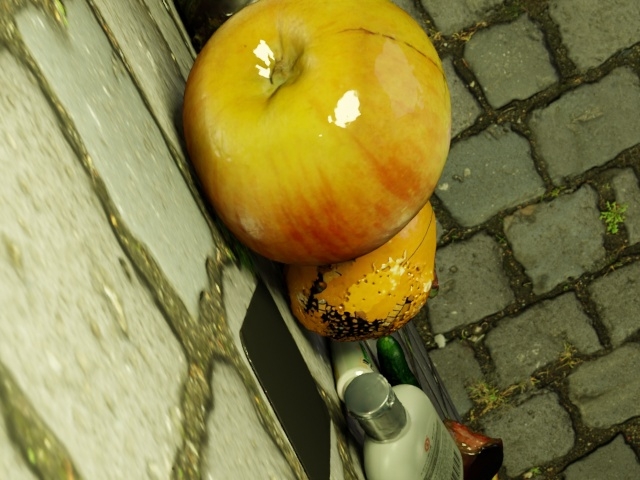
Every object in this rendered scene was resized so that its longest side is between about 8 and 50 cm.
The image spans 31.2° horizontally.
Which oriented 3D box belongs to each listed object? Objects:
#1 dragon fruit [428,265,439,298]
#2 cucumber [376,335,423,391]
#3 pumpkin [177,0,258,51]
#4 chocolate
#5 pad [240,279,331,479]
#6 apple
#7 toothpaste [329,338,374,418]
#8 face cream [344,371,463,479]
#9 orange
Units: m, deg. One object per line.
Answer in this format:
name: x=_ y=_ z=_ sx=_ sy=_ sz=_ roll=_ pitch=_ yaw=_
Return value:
dragon fruit: x=0.127 y=0.042 z=2.160 sx=0.273 sy=0.218 sz=0.198 roll=61 pitch=49 yaw=-76
cucumber: x=0.141 y=0.241 z=2.007 sx=0.284 sy=0.056 sz=0.056 roll=65 pitch=3 yaw=-51
pumpkin: x=-0.094 y=-0.332 z=1.648 sx=0.320 sy=0.192 sz=0.320 roll=61 pitch=7 yaw=-13
chocolate: x=0.287 y=0.409 z=2.260 sx=0.124 sy=0.127 sz=0.133 roll=44 pitch=3 yaw=-33
pad: x=-0.029 y=0.139 z=1.126 sx=0.181 sy=0.004 sz=0.267 roll=63 pitch=5 yaw=-8
apple: x=-0.003 y=-0.119 z=1.151 sx=0.233 sy=0.286 sz=0.286 roll=38 pitch=26 yaw=-59
toothpaste: x=0.036 y=0.148 z=1.492 sx=0.314 sy=0.056 sz=0.058 roll=-104 pitch=-149 yaw=-71
face cream: x=0.099 y=0.247 z=1.341 sx=0.291 sy=0.071 sz=0.144 roll=57 pitch=41 yaw=-50
orange: x=0.041 y=0.002 z=1.346 sx=0.234 sy=0.182 sz=0.234 roll=-179 pitch=-90 yaw=-80
